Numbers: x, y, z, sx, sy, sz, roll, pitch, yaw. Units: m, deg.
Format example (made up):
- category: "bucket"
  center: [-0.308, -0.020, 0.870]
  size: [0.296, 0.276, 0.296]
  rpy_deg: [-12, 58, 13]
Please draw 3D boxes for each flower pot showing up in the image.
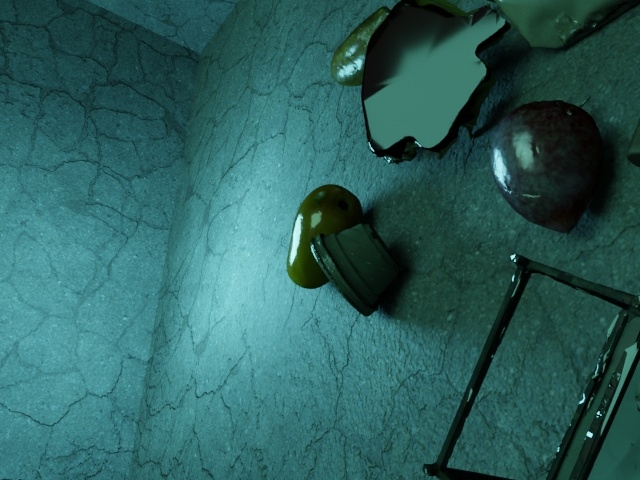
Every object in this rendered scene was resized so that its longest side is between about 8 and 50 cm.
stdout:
- category: "flower pot"
  center: [0.094, 0.052, 1.522]
  size: [0.140, 0.235, 0.236]
  rpy_deg: [-35, 38, 10]

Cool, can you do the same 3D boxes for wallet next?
- category: "wallet"
  center: [0.460, -0.522, 1.218]
  size: [0.335, 0.068, 0.275]
  rpy_deg: [-27, 94, 47]

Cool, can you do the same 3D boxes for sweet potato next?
- category: "sweet potato"
  center: [0.128, -0.531, 1.867]
  size: [0.369, 0.157, 0.158]
  rpy_deg: [-30, 48, 50]

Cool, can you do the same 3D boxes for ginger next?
- category: "ginger"
  center: [0.285, -0.370, 1.481]
  size: [0.358, 0.211, 0.414]
  rpy_deg: [13, 91, 43]

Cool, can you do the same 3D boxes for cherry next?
- category: "cherry"
  center: [0.395, -0.127, 1.134]
  size: [0.192, 0.175, 0.250]
  rpy_deg: [-17, 69, 24]

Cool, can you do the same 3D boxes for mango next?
- category: "mango"
  center: [0.000, 0.000, 1.735]
  size: [0.211, 0.172, 0.317]
  rpy_deg: [-100, 30, -54]

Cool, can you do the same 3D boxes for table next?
- category: "table"
  center: [0.353, 0.233, 0.867]
  size: [0.222, 0.272, 0.335]
  rpy_deg: [27, 97, 62]

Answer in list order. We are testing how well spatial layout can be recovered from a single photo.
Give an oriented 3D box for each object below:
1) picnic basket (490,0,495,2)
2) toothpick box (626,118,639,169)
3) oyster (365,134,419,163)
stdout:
- category: "picnic basket"
  center: [0.400, -0.662, 1.415]
  size: [0.139, 0.165, 0.267]
  rpy_deg: [117, 165, -73]
- category: "toothpick box"
  center: [0.541, -0.191, 0.974]
  size: [0.111, 0.111, 0.181]
  rpy_deg: [20, 89, 61]
- category: "oyster"
  center: [0.196, -0.300, 1.672]
  size: [0.198, 0.092, 0.260]
  rpy_deg: [-51, 25, 31]
